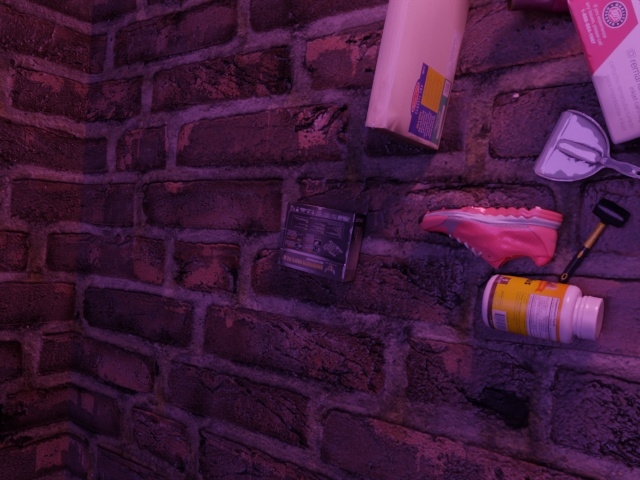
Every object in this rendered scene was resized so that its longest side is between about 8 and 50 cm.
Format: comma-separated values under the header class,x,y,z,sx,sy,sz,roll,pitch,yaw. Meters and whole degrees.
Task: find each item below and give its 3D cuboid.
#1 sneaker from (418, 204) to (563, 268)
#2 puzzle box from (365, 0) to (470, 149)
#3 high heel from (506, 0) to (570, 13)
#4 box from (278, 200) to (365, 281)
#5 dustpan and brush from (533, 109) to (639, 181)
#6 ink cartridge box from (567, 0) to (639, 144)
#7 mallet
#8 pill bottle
class,x,y,z,sx,sy,sz,roll,pitch,yaw
sneaker,0.353,-0.008,1.182,0.313,0.116,0.136,4,92,36
puzzle box,0.224,-0.422,1.197,0.052,0.272,0.409,15,96,35
high heel,0.486,-0.651,1.147,0.181,0.127,0.377,1,84,7
box,0.000,0.000,1.473,0.231,0.056,0.183,12,96,36
dustpan and brush,0.543,-0.166,1.083,0.211,0.060,0.147,33,107,33
ink cartridge box,0.661,-0.360,0.912,0.384,0.160,0.279,-18,92,33
mallet,0.547,0.011,1.093,0.062,0.039,0.190,31,111,30
pill bottle,0.448,0.140,1.104,0.215,0.117,0.117,8,93,36
